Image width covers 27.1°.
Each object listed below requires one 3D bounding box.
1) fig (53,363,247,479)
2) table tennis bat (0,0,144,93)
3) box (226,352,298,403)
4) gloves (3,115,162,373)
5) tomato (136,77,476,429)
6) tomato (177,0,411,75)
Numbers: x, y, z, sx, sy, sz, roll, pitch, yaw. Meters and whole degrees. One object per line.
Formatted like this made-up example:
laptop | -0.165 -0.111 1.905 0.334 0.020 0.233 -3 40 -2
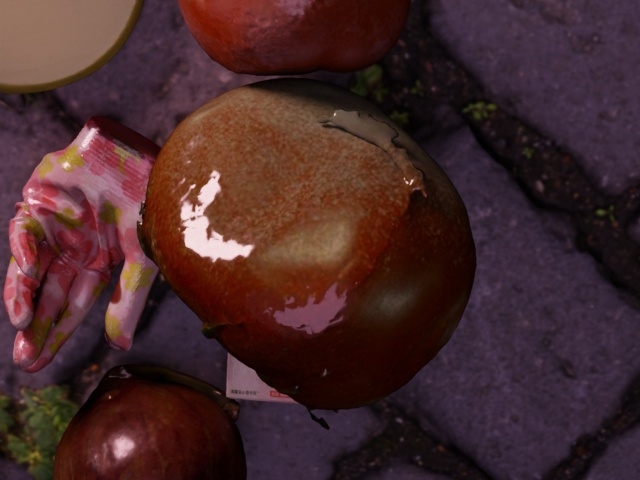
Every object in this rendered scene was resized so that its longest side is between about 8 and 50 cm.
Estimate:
fig | -0.170 0.216 1.320 0.205 0.205 0.205 -1 111 -4
table tennis bat | -0.338 -0.228 1.203 0.368 0.054 0.224 -15 109 -2
box | -0.031 0.117 1.340 0.125 0.043 0.089 3 103 5
gloves | -0.230 0.012 1.265 0.145 0.126 0.241 22 106 -37
tomato | 0.000 0.000 1.170 0.239 0.303 0.303 -45 108 3
tomato | -0.023 -0.236 1.139 0.208 0.208 0.184 -2 95 -3
